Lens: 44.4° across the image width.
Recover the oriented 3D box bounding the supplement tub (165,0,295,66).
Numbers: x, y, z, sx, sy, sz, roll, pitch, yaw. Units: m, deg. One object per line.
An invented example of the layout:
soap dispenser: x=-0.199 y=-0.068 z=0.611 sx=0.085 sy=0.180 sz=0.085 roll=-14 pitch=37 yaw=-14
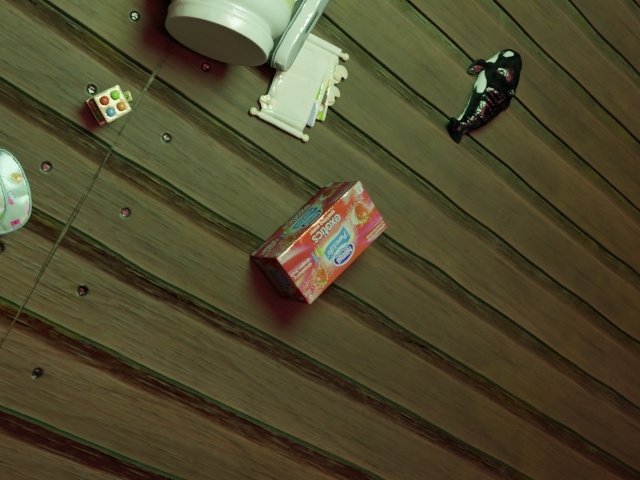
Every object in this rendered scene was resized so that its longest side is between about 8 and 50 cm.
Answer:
supplement tub: x=-0.147 y=-0.519 z=1.469 sx=0.235 sy=0.235 sz=0.325 roll=21 pitch=81 yaw=-30

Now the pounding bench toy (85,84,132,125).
pounding bench toy: x=-0.376 y=-0.256 z=1.440 sx=0.083 sy=0.065 sz=0.052 roll=-35 pitch=109 yaw=-26

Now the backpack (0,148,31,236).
backpack: x=-0.574 y=-0.072 z=1.285 sx=0.188 sy=0.144 sz=0.166 roll=-20 pitch=97 yaw=-32

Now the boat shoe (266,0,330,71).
boat shoe: x=-0.047 y=-0.493 z=1.612 sx=0.102 sy=0.108 sz=0.301 roll=28 pitch=82 yaw=4

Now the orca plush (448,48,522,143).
orca plush: x=0.418 y=-0.363 z=1.897 sx=0.287 sy=0.102 sz=0.151 roll=-39 pitch=110 yaw=-24

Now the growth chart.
growth chart: x=-0.035 y=-0.331 z=1.671 sx=0.172 sy=0.021 sz=0.237 roll=30 pitch=77 yaw=-29

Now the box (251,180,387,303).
box: x=0.000 y=0.000 z=1.645 sx=0.257 sy=0.122 sz=0.128 roll=-43 pitch=113 yaw=-23
